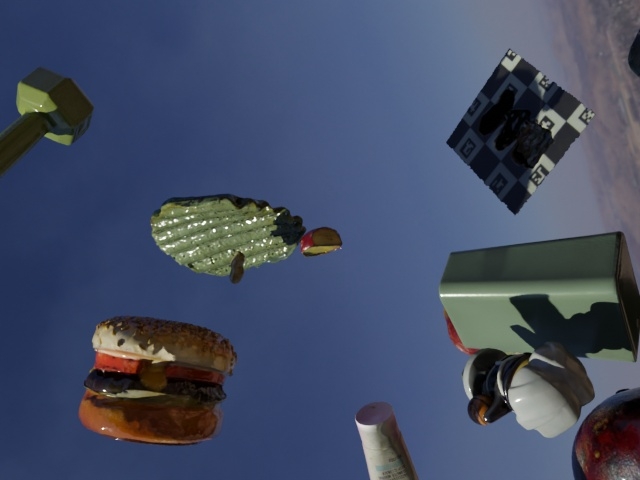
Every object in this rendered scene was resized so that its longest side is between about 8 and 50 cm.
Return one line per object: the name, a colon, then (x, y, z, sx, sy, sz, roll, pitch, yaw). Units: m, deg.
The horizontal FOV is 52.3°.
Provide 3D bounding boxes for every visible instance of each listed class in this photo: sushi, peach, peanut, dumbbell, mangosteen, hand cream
sushi: (0.514, -0.265, 1.636, 0.100, 0.296, 0.373, 17, -152, -32)
peach: (0.000, 0.000, 1.342, 0.077, 0.083, 0.050, 60, -163, -68)
peanut: (-0.204, 0.066, 1.595, 0.037, 0.037, 0.083, -37, -43, -66)
dumbbell: (-0.465, -0.128, 0.956, 0.108, 0.121, 0.302, 37, -120, -9)
mangosteen: (0.639, 0.441, 1.191, 0.306, 0.306, 0.359, 50, -165, -43)
hand cream: (0.131, 0.436, 1.149, 0.070, 0.111, 0.312, -118, 9, -73)

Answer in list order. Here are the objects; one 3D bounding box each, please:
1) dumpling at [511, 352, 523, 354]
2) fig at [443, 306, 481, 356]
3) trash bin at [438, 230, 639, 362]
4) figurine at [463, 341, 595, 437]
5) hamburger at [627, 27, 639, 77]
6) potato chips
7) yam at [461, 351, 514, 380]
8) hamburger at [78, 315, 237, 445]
dumpling: (0.453, 0.268, 1.435, 0.059, 0.077, 0.043, 35, -126, -4)
fig: (0.380, 0.209, 1.650, 0.175, 0.207, 0.175, 3, -94, -43)
trash bin: (0.439, 0.115, 1.305, 0.223, 0.343, 0.158, 58, -135, -33)
figurine: (0.359, 0.262, 1.153, 0.133, 0.236, 0.176, 48, -112, -11)
hamburger: (0.978, -0.507, 1.750, 0.265, 0.285, 0.134, 36, 168, 4)
potato chips: (-0.250, -0.015, 1.636, 0.358, 0.429, 0.070, 37, -131, -46)
yam: (0.535, 0.365, 1.870, 0.154, 0.254, 0.154, 52, -173, -9)
hamburger: (-0.349, 0.296, 1.416, 0.330, 0.330, 0.250, 21, -105, -62)
